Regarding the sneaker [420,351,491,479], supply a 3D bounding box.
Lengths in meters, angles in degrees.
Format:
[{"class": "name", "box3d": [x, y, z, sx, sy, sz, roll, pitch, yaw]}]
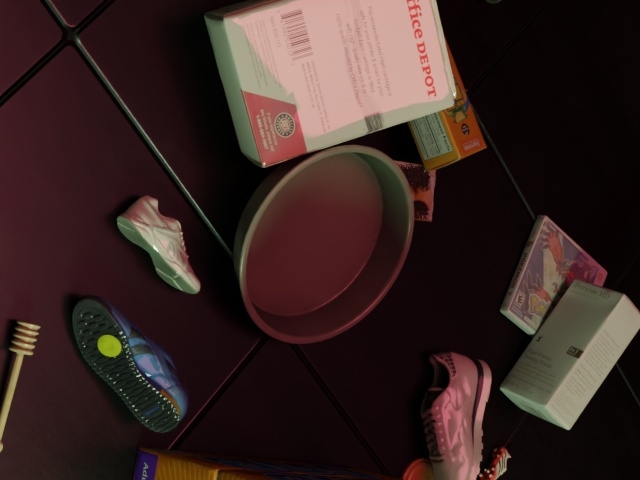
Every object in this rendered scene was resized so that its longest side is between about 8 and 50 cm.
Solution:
[{"class": "sneaker", "box3d": [0.194, 0.289, 2.065, 0.095, 0.090, 0.235, 16, 73, -31]}]

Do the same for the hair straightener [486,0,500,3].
[{"class": "hair straightener", "box3d": [0.243, -0.478, 2.084, 0.089, 0.047, 0.230, -29, 111, -36]}]

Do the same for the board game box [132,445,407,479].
[{"class": "board game box", "box3d": [-0.020, 0.476, 1.706, 0.356, 0.356, 0.356, 13, 84, -41]}]

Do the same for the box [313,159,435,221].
[{"class": "box", "box3d": [0.067, -0.079, 1.947, 0.232, 0.058, 0.087, 4, 89, -40]}]

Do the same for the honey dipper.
[{"class": "honey dipper", "box3d": [-0.368, 0.176, 1.604, 0.030, 0.030, 0.161, 18, 82, -40]}]

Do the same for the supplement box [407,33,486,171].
[{"class": "supplement box", "box3d": [0.159, -0.225, 1.972, 0.078, 0.080, 0.233, -26, 98, -44]}]

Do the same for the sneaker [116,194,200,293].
[{"class": "sneaker", "box3d": [-0.195, 0.006, 1.729, 0.061, 0.053, 0.152, -53, 122, -29]}]

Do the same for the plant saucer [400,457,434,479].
[{"class": "plant saucer", "box3d": [0.155, 0.378, 2.076, 0.083, 0.013, 0.083, -3, 95, -40]}]

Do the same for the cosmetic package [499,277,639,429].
[{"class": "cosmetic package", "box3d": [0.410, 0.183, 2.191, 0.085, 0.117, 0.231, 43, 76, -35]}]

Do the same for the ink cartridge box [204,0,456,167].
[{"class": "ink cartridge box", "box3d": [0.014, -0.240, 1.784, 0.283, 0.117, 0.207, -19, 107, -13]}]

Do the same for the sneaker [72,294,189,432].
[{"class": "sneaker", "box3d": [-0.238, 0.145, 1.703, 0.209, 0.069, 0.082, 55, 26, -18]}]

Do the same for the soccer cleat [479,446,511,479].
[{"class": "soccer cleat", "box3d": [0.283, 0.373, 2.178, 0.035, 0.029, 0.083, 45, 60, -29]}]

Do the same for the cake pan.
[{"class": "cake pan", "box3d": [0.000, 0.000, 1.842, 0.293, 0.054, 0.293, -18, 123, -31]}]

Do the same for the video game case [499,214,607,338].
[{"class": "video game case", "box3d": [0.396, 0.085, 2.262, 0.201, 0.023, 0.183, 37, 69, -36]}]
